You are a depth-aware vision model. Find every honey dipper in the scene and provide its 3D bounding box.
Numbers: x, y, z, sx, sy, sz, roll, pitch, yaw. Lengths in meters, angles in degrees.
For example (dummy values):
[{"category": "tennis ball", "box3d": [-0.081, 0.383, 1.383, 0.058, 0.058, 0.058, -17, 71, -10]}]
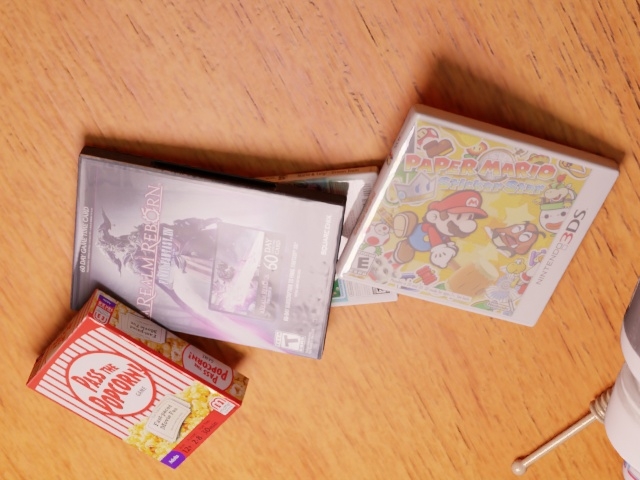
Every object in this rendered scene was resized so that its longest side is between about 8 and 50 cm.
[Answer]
[{"category": "honey dipper", "box3d": [0.269, 0.211, 2.010, 0.030, 0.030, 0.160, 40, 119, -17]}]

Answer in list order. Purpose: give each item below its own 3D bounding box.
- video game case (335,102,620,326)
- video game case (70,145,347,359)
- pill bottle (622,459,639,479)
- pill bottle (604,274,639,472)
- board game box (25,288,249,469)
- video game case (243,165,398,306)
[{"category": "video game case", "box3d": [0.156, -0.021, 1.854, 0.227, 0.026, 0.206, 15, 121, -18]}, {"category": "video game case", "box3d": [-0.120, 0.015, 1.912, 0.274, 0.026, 0.196, 11, 123, 3]}, {"category": "pill bottle", "box3d": [0.372, 0.223, 1.972, 0.087, 0.087, 0.160, 10, 122, -1]}, {"category": "pill bottle", "box3d": [0.397, 0.049, 1.710, 0.204, 0.204, 0.361, 13, 120, -3]}, {"category": "board game box", "box3d": [-0.197, 0.151, 1.986, 0.193, 0.045, 0.147, 31, 131, -14]}, {"category": "video game case", "box3d": [0.000, 0.000, 1.911, 0.143, 0.019, 0.157, -5, 121, 9]}]
